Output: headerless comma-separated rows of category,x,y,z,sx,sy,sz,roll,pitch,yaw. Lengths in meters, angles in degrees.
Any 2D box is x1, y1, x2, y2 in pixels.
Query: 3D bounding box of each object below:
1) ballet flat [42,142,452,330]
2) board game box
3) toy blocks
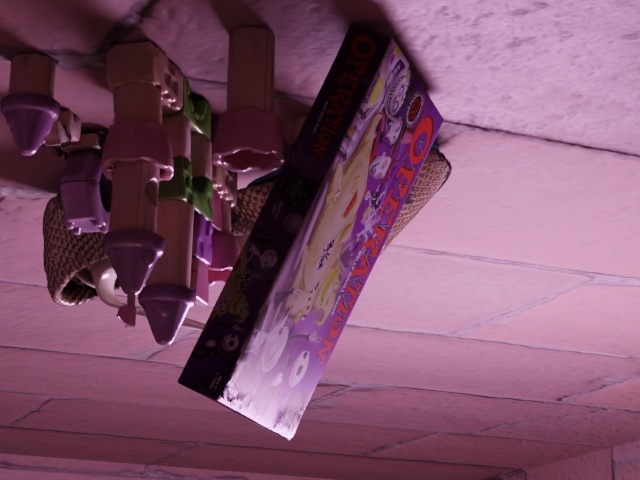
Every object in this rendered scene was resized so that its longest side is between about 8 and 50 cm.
ballet flat,-0.086,0.010,1.755,0.482,0.182,0.164,-6,161,21
board game box,0.000,0.000,1.459,0.056,0.347,0.208,23,172,18
toy blocks,-0.151,-0.019,1.525,0.309,0.260,0.288,-4,163,15
